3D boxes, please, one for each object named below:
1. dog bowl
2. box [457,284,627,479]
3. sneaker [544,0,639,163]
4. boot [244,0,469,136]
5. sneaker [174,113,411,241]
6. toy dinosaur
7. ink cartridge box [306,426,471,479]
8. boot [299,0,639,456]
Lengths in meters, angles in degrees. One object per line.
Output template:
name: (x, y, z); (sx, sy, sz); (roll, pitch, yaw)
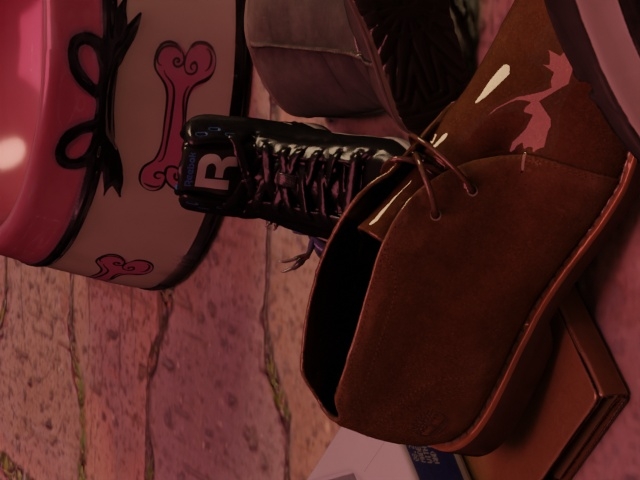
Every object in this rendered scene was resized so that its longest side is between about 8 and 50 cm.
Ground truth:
dog bowl: (-0.203, -0.160, 1.613); (0.408, 0.150, 0.408); (179, 90, -65)
box: (0.096, 0.059, 1.135); (0.164, 0.021, 0.201); (116, 144, -43)
sneaker: (0.204, -0.206, 0.735); (0.257, 0.169, 0.447); (-3, 122, 27)
boot: (0.012, -0.154, 1.234); (0.208, 0.076, 0.189); (-146, 44, -66)
sneaker: (-0.022, -0.032, 1.217); (0.217, 0.121, 0.079); (19, 105, 62)
toy dinosaur: (0.000, 0.000, 1.319); (0.082, 0.047, 0.090); (32, 110, 40)
ink cartridge box: (0.037, 0.231, 1.168); (0.224, 0.045, 0.223); (-63, 36, 39)
boot: (0.083, -0.030, 1.028); (0.112, 0.115, 0.305); (39, 113, 54)
